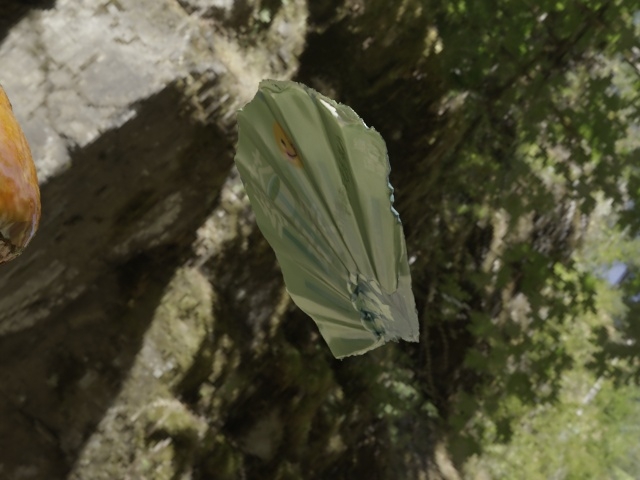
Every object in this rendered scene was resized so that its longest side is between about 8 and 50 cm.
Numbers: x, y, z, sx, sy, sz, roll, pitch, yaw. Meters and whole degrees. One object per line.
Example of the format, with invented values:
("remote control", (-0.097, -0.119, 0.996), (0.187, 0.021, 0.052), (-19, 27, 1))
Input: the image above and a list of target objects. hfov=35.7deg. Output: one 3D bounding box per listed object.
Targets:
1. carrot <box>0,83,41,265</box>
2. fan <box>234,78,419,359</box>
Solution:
("carrot", (-0.234, -0.068, 0.528), (0.225, 0.159, 0.159), (40, -20, 28))
("fan", (0.000, 0.000, 0.457), (0.131, 0.009, 0.240), (50, -18, 19))
